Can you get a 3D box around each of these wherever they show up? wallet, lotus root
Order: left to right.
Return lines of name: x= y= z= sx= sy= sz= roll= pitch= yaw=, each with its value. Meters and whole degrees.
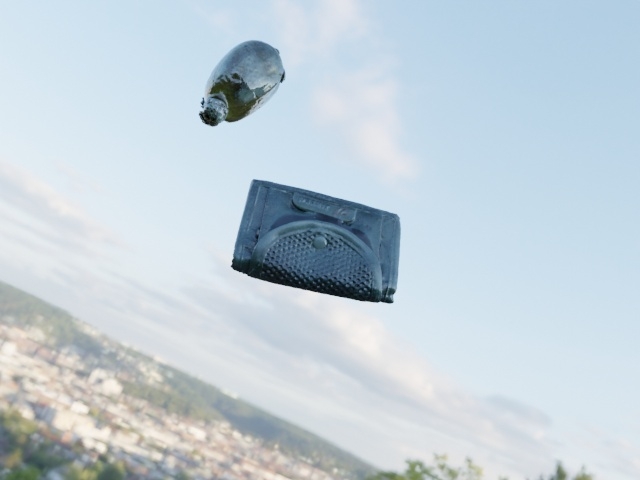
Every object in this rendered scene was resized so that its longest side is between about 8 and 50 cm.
lotus root: x=-0.108 y=-0.204 z=1.053 sx=0.088 sy=0.165 sz=0.088 roll=27 pitch=-34 yaw=19
wallet: x=0.000 y=0.000 z=0.627 sx=0.129 sy=0.088 sz=0.026 roll=13 pitch=-32 yaw=-6
